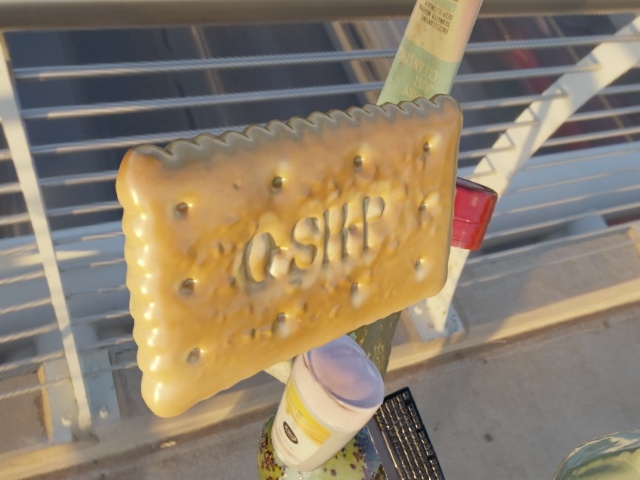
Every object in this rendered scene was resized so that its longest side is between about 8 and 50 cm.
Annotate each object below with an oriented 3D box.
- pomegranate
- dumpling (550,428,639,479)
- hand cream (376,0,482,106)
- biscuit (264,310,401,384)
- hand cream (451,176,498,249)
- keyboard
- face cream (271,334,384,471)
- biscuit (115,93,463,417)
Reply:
[{"bbox_3d":[0.001,0.376,1.282,0.284,0.285,0.341,-11,101,-21],"label":"pomegranate"},{"bbox_3d":[0.315,0.242,0.490,0.320,0.212,0.270,14,13,-38],"label":"dumpling"},{"bbox_3d":[0.141,-0.252,0.812,0.111,0.312,0.070,38,48,20],"label":"hand cream"},{"bbox_3d":[0.022,0.054,1.034,0.429,0.104,0.446,50,52,-33],"label":"biscuit"},{"bbox_3d":[0.254,-0.068,1.288,0.193,0.125,0.193,15,14,-4],"label":"hand cream"},{"bbox_3d":[0.119,0.292,0.816,0.074,0.015,0.197,-21,89,-17],"label":"keyboard"},{"bbox_3d":[-0.002,0.199,0.754,0.073,0.269,0.107,-33,70,-30],"label":"face cream"},{"bbox_3d":[0.001,0.000,0.395,0.249,0.160,0.030,-17,29,-36],"label":"biscuit"}]
